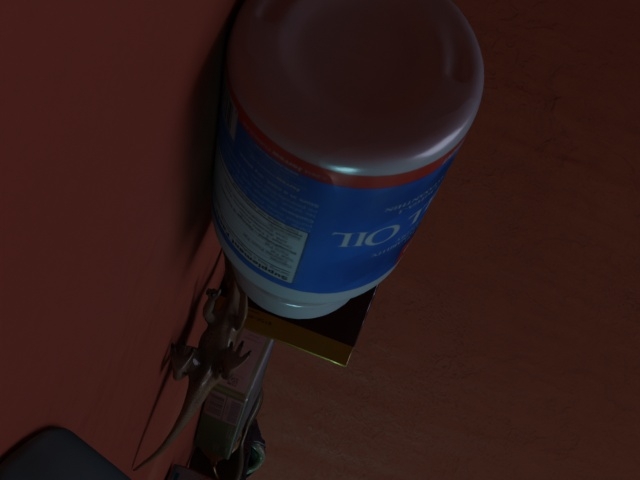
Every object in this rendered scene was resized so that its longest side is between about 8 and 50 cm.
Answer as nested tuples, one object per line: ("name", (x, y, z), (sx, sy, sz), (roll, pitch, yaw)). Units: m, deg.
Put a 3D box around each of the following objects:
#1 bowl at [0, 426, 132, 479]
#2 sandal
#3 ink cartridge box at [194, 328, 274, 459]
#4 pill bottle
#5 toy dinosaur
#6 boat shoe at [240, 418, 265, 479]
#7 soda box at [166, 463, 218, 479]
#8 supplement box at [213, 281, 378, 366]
("bowl", (-0.093, 0.247, 0.362), (0.311, 0.163, 0.311), (21, 90, -88))
("sandal", (-0.127, 0.257, 1.241), (0.049, 0.072, 0.180), (74, 32, -61))
("ink cartridge box", (-0.087, 0.137, 1.202), (0.171, 0.056, 0.235), (108, 5, -51))
("pill bottle", (0.003, -0.039, 0.528), (0.221, 0.124, 0.124), (108, 3, -63))
("toy dinosaur", (-0.081, 0.090, 0.693), (0.092, 0.053, 0.183), (111, 0, -74))
("boat shoe", (-0.131, 0.328, 1.466), (0.285, 0.092, 0.102), (-65, 176, -72))
("soda box", (-0.164, 0.332, 0.985), (0.063, 0.058, 0.183), (110, 2, -60))
("supplement box", (0.000, 0.000, 0.911), (0.191, 0.129, 0.194), (46, 66, -88))
